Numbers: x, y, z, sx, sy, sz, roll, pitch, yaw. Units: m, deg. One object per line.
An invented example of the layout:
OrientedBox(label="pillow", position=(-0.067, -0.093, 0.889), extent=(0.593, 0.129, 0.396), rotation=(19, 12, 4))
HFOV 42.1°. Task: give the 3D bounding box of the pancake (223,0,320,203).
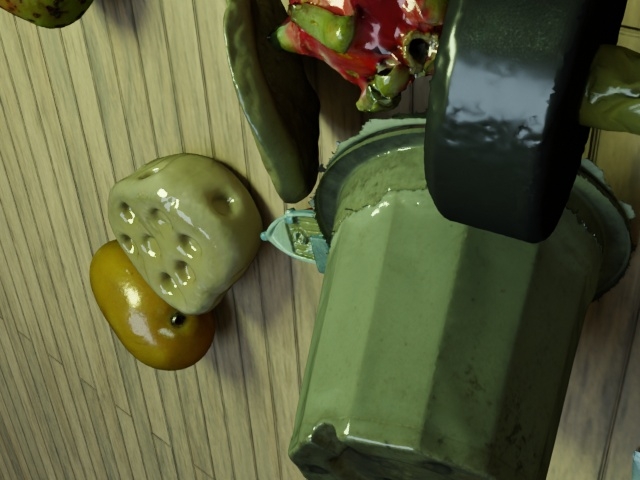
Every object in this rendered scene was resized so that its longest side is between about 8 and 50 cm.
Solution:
OrientedBox(label="pancake", position=(-0.038, -0.155, 0.774), extent=(0.050, 0.242, 0.242), rotation=(-13, 112, 8))

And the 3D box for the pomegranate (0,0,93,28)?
OrientedBox(label="pomegranate", position=(-0.335, -0.336, 1.010), extent=(0.159, 0.159, 0.205), rotation=(67, 169, -13))

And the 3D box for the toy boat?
OrientedBox(label="toy boat", position=(0.000, 0.000, 0.951), extent=(0.173, 0.059, 0.069), rotation=(12, 125, 43))

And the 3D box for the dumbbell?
OrientedBox(label="dumbbell", position=(0.239, -0.069, 0.462), extent=(0.322, 0.204, 0.204), rotation=(17, 130, 21))

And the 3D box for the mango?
OrientedBox(label="mango", position=(-0.260, 0.085, 1.233), extent=(0.254, 0.139, 0.175), rotation=(39, 151, 29))

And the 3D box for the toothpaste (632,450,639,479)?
OrientedBox(label="toothpaste", position=(0.329, 0.301, 0.833), extent=(0.056, 0.036, 0.205), rotation=(20, 126, 37))

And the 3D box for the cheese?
OrientedBox(label="cheese", position=(-0.175, -0.010, 1.091), extent=(0.235, 0.117, 0.218), rotation=(23, 133, 35))

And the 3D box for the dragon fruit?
OrientedBox(label="dragon fruit", position=(0.042, -0.186, 0.663), extent=(0.160, 0.166, 0.172), rotation=(42, -167, -35))

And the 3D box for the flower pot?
OrientedBox(label="flower pot", position=(0.093, 0.080, 0.675), extent=(0.290, 0.259, 0.290), rotation=(15, 150, 9))
